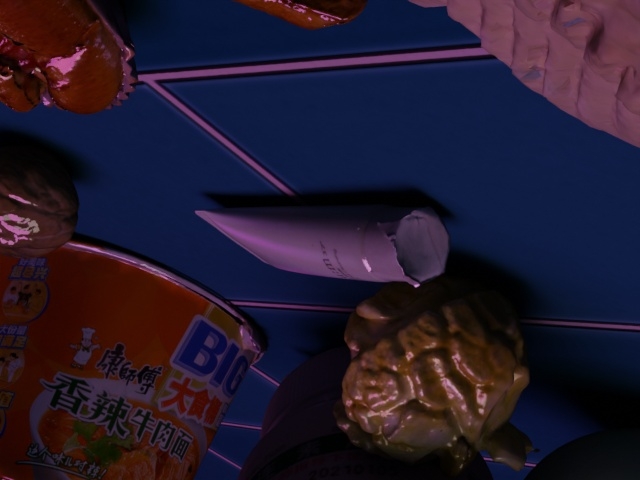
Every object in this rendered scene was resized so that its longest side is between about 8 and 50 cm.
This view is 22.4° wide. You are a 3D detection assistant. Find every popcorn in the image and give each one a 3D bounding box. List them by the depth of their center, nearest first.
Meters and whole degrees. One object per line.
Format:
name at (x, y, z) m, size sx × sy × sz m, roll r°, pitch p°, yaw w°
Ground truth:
popcorn at (0.079, 0.089, 1.098) m, size 0.141 × 0.162 × 0.135 m, roll -9°, pitch 153°, yaw -36°

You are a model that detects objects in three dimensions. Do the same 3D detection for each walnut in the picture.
walnut at (-0.216, -0.028, 1.167) m, size 0.092 × 0.092 × 0.092 m, roll 18°, pitch 160°, yaw 7°

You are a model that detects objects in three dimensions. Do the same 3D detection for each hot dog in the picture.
hot dog at (-0.195, -0.147, 0.833) m, size 0.144 × 0.075 × 0.268 m, roll 5°, pitch 153°, yaw 43°

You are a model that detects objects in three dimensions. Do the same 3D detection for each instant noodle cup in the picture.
instant noodle cup at (-0.217, 0.143, 1.418) m, size 0.296 × 0.214 × 0.296 m, roll 18°, pitch 161°, yaw 6°

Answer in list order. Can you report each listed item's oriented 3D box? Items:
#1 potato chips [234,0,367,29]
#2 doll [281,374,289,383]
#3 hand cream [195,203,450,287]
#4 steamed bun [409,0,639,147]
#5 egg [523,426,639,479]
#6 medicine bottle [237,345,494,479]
potato chips at (-0.074, -0.150, 0.782) m, size 0.204 × 0.026 × 0.037 m, roll 25°, pitch 157°, yaw -12°
doll at (0.023, 0.152, 1.434) m, size 0.106 × 0.062 × 0.162 m, roll 19°, pitch 161°, yaw 16°
hand cream at (0.000, 0.000, 1.077) m, size 0.078 × 0.050 × 0.205 m, roll 34°, pitch 160°, yaw -34°
steamed bun at (0.090, -0.155, 0.377) m, size 0.280 × 0.207 × 0.268 m, roll 40°, pitch 175°, yaw 37°
egg at (0.265, 0.255, 1.234) m, size 0.269 × 0.220 × 0.220 m, roll 35°, pitch 157°, yaw -14°
medicine bottle at (0.032, 0.229, 1.195) m, size 0.208 × 0.208 × 0.340 m, roll 23°, pitch -157°, yaw -8°
